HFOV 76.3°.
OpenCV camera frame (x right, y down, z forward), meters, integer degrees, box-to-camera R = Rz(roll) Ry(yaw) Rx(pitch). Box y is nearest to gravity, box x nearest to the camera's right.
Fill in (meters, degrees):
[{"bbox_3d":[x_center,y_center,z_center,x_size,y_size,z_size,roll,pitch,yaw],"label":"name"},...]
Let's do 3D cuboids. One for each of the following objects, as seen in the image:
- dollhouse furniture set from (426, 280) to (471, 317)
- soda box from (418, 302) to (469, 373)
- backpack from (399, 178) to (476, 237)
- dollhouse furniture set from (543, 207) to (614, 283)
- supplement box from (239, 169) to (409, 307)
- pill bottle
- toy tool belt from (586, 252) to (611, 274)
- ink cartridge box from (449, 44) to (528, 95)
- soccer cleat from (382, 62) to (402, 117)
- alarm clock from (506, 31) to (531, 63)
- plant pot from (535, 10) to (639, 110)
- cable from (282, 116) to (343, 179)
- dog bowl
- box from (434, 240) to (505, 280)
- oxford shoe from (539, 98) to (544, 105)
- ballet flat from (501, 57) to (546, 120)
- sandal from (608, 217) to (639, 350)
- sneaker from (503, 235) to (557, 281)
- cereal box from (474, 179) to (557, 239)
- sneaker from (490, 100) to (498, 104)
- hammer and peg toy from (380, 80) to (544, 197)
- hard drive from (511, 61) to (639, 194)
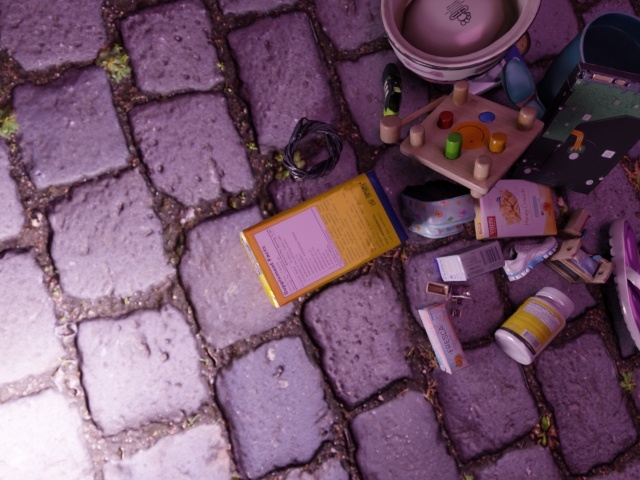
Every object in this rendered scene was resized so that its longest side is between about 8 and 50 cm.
[{"bbox_3d":[0.353,0.159,1.125,0.114,0.081,0.091,13,81,-8],"label":"dollhouse furniture set"},{"bbox_3d":[0.336,0.266,1.119,0.058,0.063,0.183,-20,86,-11],"label":"soda box"},{"bbox_3d":[0.319,-0.086,1.095,0.165,0.188,0.145,-12,102,-13],"label":"backpack"},{"bbox_3d":[0.775,0.014,1.193,0.129,0.129,0.184,36,79,-4],"label":"dollhouse furniture set"},{"bbox_3d":[0.000,0.000,1.026,0.356,0.195,0.194,-26,88,-13],"label":"supplement box"},{"bbox_3d":[0.601,0.234,1.142,0.208,0.119,0.119,-40,91,-12],"label":"pill bottle"},{"bbox_3d":[0.841,0.077,1.237,0.083,0.052,0.051,22,72,-6],"label":"toy tool belt"},{"bbox_3d":[0.471,-0.555,1.210,0.223,0.045,0.223,-26,85,8],"label":"ink cartridge box"},{"bbox_3d":[0.213,-0.435,1.176,0.060,0.072,0.179,3,83,-10],"label":"soccer cleat"},{"bbox_3d":[0.575,-0.628,1.267,0.129,0.064,0.192,-7,83,-7],"label":"alarm clock"},{"bbox_3d":[0.779,-0.459,1.185,0.271,0.255,0.272,1,81,-9],"label":"plant pot"},{"bbox_3d":[-0.021,-0.244,1.132,0.150,0.047,0.185,25,77,-11],"label":"cable"},{"bbox_3d":[0.373,-0.626,1.130,0.407,0.150,0.408,-2,80,13],"label":"dog bowl"},{"bbox_3d":[0.407,0.059,1.118,0.126,0.137,0.072,-18,88,-11],"label":"box"},{"bbox_3d":[0.645,-0.336,1.243,0.075,0.076,0.213,-3,84,-1],"label":"oxford shoe"},{"bbox_3d":[0.585,-0.401,1.178,0.083,0.087,0.247,-32,96,8],"label":"ballet flat"},{"bbox_3d":[0.948,0.134,1.196,0.169,0.102,0.417,-6,82,-37],"label":"sandal"},{"bbox_3d":[0.610,0.034,1.194,0.190,0.071,0.083,-36,85,-12],"label":"sneaker"},{"bbox_3d":[0.573,-0.094,1.211,0.240,0.047,0.173,-3,82,-10],"label":"cereal box"},{"bbox_3d":[0.461,-0.362,1.191,0.252,0.111,0.103,4,83,-9],"label":"sneaker"},{"bbox_3d":[0.339,-0.291,1.044,0.361,0.127,0.266,37,74,29],"label":"hammer and peg toy"},{"bbox_3d":[0.702,-0.283,1.086,0.236,0.339,0.064,13,53,2],"label":"hard drive"}]
